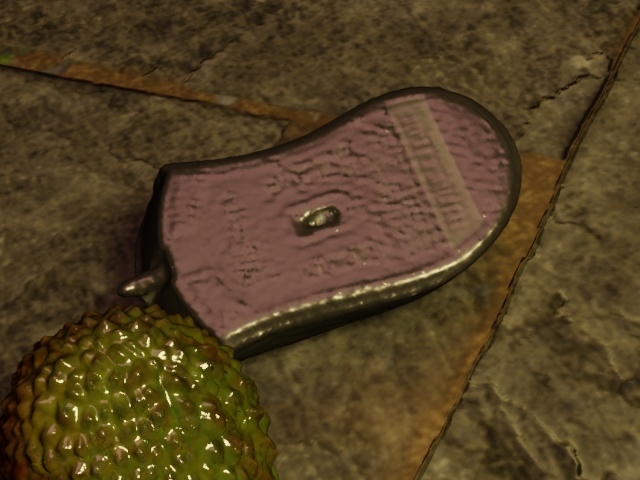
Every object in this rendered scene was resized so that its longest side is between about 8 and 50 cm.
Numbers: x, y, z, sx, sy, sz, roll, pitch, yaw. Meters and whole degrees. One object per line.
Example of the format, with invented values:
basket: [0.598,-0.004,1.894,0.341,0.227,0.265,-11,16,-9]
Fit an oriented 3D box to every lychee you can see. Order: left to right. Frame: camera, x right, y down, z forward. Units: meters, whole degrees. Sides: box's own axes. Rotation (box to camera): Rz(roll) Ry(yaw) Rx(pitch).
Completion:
lychee: [-0.098,0.110,0.841,0.171,0.171,0.171,-6,43,5]

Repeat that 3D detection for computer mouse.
computer mouse: [0.000,0.000,0.994,0.264,0.088,0.147,-15,60,-6]
